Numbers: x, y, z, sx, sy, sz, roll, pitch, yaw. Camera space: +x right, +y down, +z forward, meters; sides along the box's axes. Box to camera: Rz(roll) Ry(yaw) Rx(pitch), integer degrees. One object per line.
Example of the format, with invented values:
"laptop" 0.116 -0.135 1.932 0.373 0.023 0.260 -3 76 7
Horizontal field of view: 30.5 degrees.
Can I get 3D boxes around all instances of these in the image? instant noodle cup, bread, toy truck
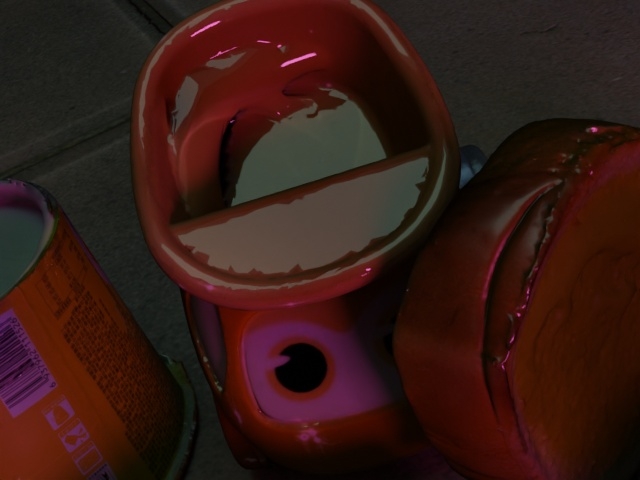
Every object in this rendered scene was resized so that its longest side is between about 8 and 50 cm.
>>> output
"instant noodle cup" -0.239 0.095 0.814 0.264 0.200 0.264 -14 34 10
"bread" 0.143 0.042 0.663 0.070 0.236 0.236 17 48 43
"toy truck" 0.000 0.000 0.766 0.204 0.211 0.288 -17 60 2

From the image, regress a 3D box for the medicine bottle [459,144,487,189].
"medicine bottle" 0.041 -0.006 0.923 0.203 0.083 0.083 -20 32 1
